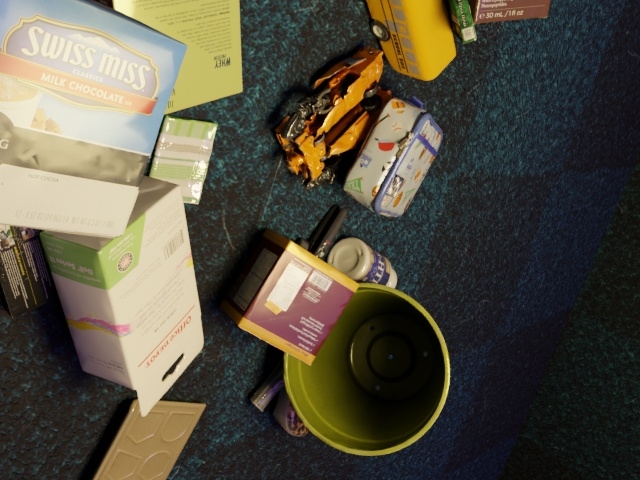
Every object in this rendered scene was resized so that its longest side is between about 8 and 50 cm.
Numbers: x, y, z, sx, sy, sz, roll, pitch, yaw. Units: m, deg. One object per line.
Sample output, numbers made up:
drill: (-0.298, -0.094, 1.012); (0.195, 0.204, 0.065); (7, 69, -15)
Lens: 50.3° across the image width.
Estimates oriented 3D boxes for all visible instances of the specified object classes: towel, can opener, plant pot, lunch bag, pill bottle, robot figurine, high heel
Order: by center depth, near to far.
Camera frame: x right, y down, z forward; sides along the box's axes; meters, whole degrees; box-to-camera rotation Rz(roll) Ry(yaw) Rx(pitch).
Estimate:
towel: (-0.237, -0.135, 1.173); (0.113, 0.023, 0.152); (-2, 116, -48)
robot figurine: (0.027, -0.238, 1.347); (0.291, 0.085, 0.211); (-44, 140, -18)
lunch bag: (0.166, -0.175, 1.453); (0.243, 0.115, 0.303); (-60, 166, 7)
can opener: (0.000, 0.000, 1.502); (0.186, 0.059, 0.073); (-50, 142, -10)
pill bottle: (0.106, 0.072, 1.628); (0.112, 0.112, 0.186); (-59, 143, 1)
plant pot: (0.141, 0.288, 1.630); (0.367, 0.366, 0.353); (-61, 164, 4)
high heel: (-0.046, 0.378, 1.686); (0.186, 0.093, 0.261); (-49, 137, -11)

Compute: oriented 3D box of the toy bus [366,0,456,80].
toy bus: (0.157, -0.471, 1.294); (0.108, 0.130, 0.333); (-46, 141, -15)

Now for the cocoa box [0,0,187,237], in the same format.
cocoa box: (-0.358, -0.183, 0.737); (0.231, 0.347, 0.228); (9, 108, -52)

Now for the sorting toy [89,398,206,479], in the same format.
sorting toy: (-0.383, 0.462, 1.416); (0.229, 0.041, 0.307); (23, 97, -57)

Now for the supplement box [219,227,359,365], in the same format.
supplement box: (-0.064, 0.114, 1.393); (0.191, 0.129, 0.194); (33, 87, -28)

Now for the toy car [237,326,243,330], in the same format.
toy car: (-0.145, 0.189, 1.506); (0.122, 0.060, 0.041); (74, 11, -63)

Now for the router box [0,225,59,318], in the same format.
router box: (-0.435, 0.014, 1.036); (0.133, 0.046, 0.179); (-28, 134, -35)

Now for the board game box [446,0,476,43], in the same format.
board game box: (0.257, -0.467, 1.319); (0.030, 0.260, 0.136); (-13, 113, 9)

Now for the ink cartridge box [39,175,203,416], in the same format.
ink cartridge box: (-0.308, 0.093, 1.123); (0.207, 0.119, 0.354); (-52, 149, -48)

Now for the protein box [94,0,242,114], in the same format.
protein box: (-0.232, -0.303, 0.970); (0.199, 0.136, 0.201); (-26, 132, -36)

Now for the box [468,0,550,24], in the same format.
box: (0.384, -0.648, 1.376); (0.191, 0.143, 0.382); (-11, 124, -17)
